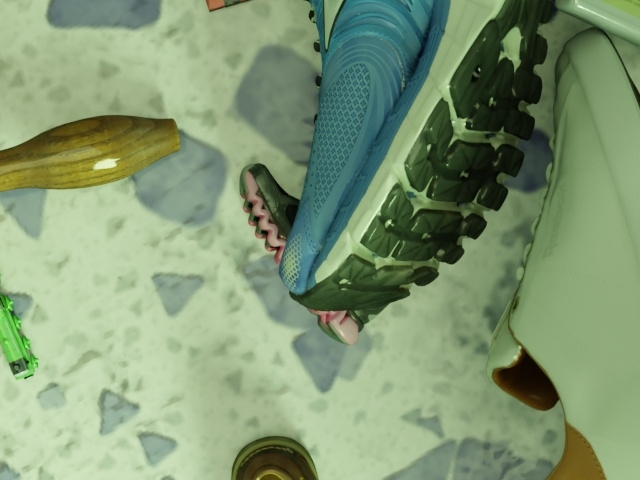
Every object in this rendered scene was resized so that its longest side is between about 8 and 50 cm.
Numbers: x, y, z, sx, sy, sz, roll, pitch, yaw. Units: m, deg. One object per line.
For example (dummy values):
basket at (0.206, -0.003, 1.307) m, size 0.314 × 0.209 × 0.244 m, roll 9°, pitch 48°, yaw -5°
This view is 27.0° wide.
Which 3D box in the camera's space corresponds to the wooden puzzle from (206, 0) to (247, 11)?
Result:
wooden puzzle at (-0.048, -0.164, 0.778) m, size 0.083 × 0.006 × 0.049 m, roll -18°, pitch 91°, yaw -1°

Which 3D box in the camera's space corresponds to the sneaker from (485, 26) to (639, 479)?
sneaker at (0.133, 0.010, 0.692) m, size 0.123 × 0.106 × 0.290 m, roll -20°, pitch 49°, yaw 21°

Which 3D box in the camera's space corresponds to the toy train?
toy train at (-0.186, 0.043, 0.770) m, size 0.017 × 0.024 × 0.083 m, roll -24°, pitch 91°, yaw -1°

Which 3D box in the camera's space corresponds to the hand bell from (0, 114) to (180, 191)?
hand bell at (-0.198, -0.034, 0.746) m, size 0.242 × 0.126 × 0.126 m, roll -12°, pitch 91°, yaw -14°

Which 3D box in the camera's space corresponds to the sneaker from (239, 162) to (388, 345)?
sneaker at (0.000, 0.000, 0.766) m, size 0.057 × 0.047 × 0.119 m, roll -36°, pitch 98°, yaw -7°

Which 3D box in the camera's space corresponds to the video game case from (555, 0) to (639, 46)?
video game case at (0.249, -0.181, 0.740) m, size 0.212 × 0.023 × 0.193 m, roll 19°, pitch 89°, yaw -22°

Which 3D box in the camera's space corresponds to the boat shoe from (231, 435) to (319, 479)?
boat shoe at (-0.011, 0.202, 0.757) m, size 0.064 × 0.060 × 0.178 m, roll -17°, pitch 91°, yaw -1°

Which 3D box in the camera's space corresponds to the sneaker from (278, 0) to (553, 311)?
sneaker at (0.044, -0.120, 0.729) m, size 0.147 × 0.130 × 0.330 m, roll 19°, pitch 88°, yaw 30°
